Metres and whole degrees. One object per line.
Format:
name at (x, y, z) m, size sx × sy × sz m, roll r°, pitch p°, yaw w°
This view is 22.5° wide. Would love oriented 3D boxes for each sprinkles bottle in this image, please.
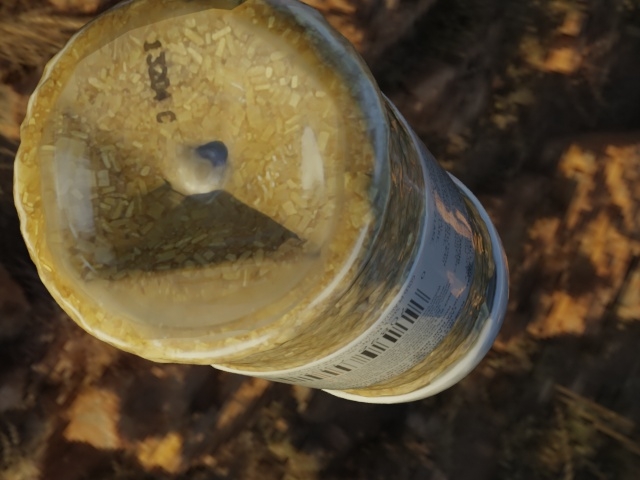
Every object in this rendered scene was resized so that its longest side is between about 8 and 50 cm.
sprinkles bottle at (0.000, 0.000, 0.644) m, size 0.121 × 0.121 × 0.355 m, roll -63°, pitch 166°, yaw -1°
